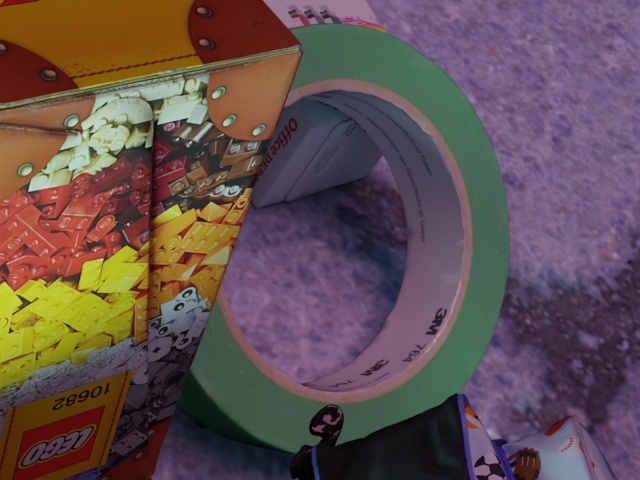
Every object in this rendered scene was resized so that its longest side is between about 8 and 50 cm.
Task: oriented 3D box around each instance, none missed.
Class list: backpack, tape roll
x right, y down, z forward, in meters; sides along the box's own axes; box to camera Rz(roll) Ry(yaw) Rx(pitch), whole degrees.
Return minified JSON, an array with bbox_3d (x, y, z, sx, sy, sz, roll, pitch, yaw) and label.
[{"bbox_3d":[0.107,0.245,0.856,0.213,0.263,0.276,-14,34,9],"label":"backpack"},{"bbox_3d":[0.000,0.000,1.137,0.321,0.077,0.321,0,91,-34],"label":"tape roll"}]

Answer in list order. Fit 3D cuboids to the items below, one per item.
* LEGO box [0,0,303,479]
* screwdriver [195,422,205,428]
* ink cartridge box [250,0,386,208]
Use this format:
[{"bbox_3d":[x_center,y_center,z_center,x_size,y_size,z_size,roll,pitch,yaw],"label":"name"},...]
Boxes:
[{"bbox_3d":[-0.262,-0.115,0.923,0.193,0.372,0.500,-16,54,-35],"label":"LEGO box"},{"bbox_3d":[-0.027,0.115,1.183,0.170,0.024,0.025,-18,97,-36],"label":"screwdriver"},{"bbox_3d":[-0.023,-0.141,1.286,0.127,0.128,0.176,-16,68,-34],"label":"ink cartridge box"}]
